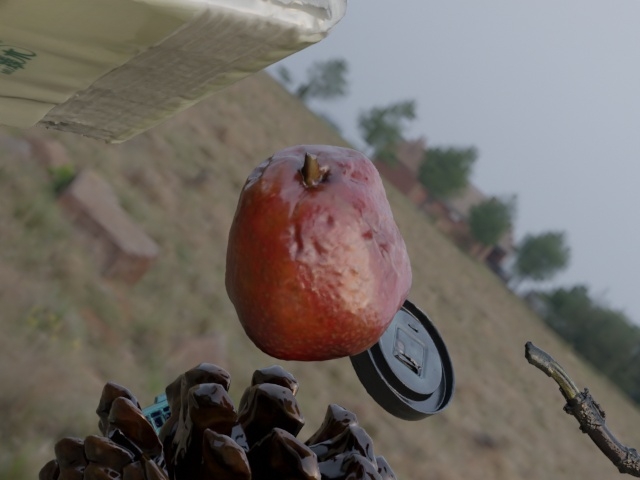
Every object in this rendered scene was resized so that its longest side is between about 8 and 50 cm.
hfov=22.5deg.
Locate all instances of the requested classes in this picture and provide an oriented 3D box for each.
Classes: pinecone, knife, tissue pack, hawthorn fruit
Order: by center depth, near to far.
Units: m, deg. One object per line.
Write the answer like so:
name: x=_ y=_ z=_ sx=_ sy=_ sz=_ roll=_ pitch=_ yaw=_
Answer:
tissue pack: x=-0.124 y=-0.237 z=0.988 sx=0.207 sy=0.297 sz=0.380 roll=13 pitch=-13 yaw=-23
hawthorn fruit: x=-0.001 y=0.009 z=1.332 sx=0.173 sy=0.179 sz=0.173 roll=7 pitch=10 yaw=-1
pinecone: x=-0.096 y=0.302 z=1.648 sx=0.397 sy=0.398 sz=0.398 roll=41 pitch=4 yaw=-3
knife: x=0.290 y=0.190 z=1.741 sx=0.222 sy=0.045 sz=0.021 roll=42 pitch=4 yaw=-12

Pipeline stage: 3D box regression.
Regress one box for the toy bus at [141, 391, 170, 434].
toy bus: x=-0.206 y=0.252 z=2.155 sx=0.079 sy=0.160 sz=0.092 roll=149 pitch=-82 yaw=-81

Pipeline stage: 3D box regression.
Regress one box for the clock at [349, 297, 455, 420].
clock: x=0.106 y=0.156 z=2.160 sx=0.184 sy=0.040 sz=0.185 roll=33 pitch=40 yaw=-33
